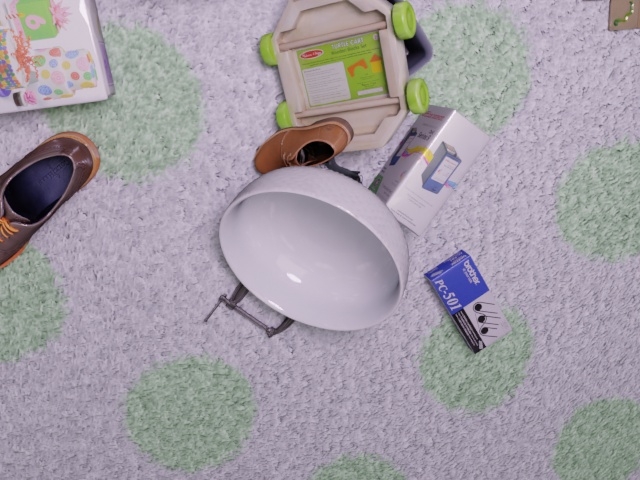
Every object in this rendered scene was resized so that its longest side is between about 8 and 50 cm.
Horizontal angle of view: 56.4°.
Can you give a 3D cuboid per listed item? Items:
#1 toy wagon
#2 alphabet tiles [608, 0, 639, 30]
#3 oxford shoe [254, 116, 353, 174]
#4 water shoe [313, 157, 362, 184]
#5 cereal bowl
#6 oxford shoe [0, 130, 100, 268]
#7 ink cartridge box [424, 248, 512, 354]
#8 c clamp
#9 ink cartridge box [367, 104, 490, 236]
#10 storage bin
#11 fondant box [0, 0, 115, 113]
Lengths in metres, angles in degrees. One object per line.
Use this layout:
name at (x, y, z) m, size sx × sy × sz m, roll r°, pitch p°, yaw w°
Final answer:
toy wagon at (0.030, -0.318, 0.982) m, size 0.267 × 0.068 × 0.344 m, roll -2°, pitch 113°, yaw 29°
alphabet tiles at (0.654, -0.552, 1.118) m, size 0.343 × 0.011 × 0.285 m, roll -7°, pitch 108°, yaw -7°
oxford shoe at (-0.046, -0.152, 1.034) m, size 0.212 × 0.076 × 0.076 m, roll -15°, pitch 122°, yaw 40°
water shoe at (0.054, -0.093, 1.121) m, size 0.080 × 0.073 × 0.203 m, roll -41°, pitch 110°, yaw -1°
cereal bowl at (0.000, 0.000, 1.057) m, size 0.339 × 0.141 × 0.339 m, roll 15°, pitch 138°, yaw 14°
oxford shoe at (-0.533, -0.044, 1.001) m, size 0.364 × 0.133 × 0.130 m, roll -44°, pitch 109°, yaw 5°
ink cartridge box at (0.310, 0.130, 1.248) m, size 0.097 × 0.046 × 0.207 m, roll -34°, pitch 109°, yaw 1°
c clamp at (-0.128, 0.139, 1.191) m, size 0.161 × 0.022 × 0.137 m, roll 32°, pitch 94°, yaw -16°
ink cartridge box at (0.189, -0.134, 1.088) m, size 0.093 × 0.154 × 0.212 m, roll 34°, pitch 99°, yaw -16°
storage bin at (0.116, -0.350, 1.043) m, size 0.098 × 0.091 × 0.135 m, roll -38°, pitch 108°, yaw 3°
fondant box at (-0.520, -0.323, 0.939) m, size 0.330 × 0.096 × 0.238 m, roll -9°, pitch 108°, yaw -6°
